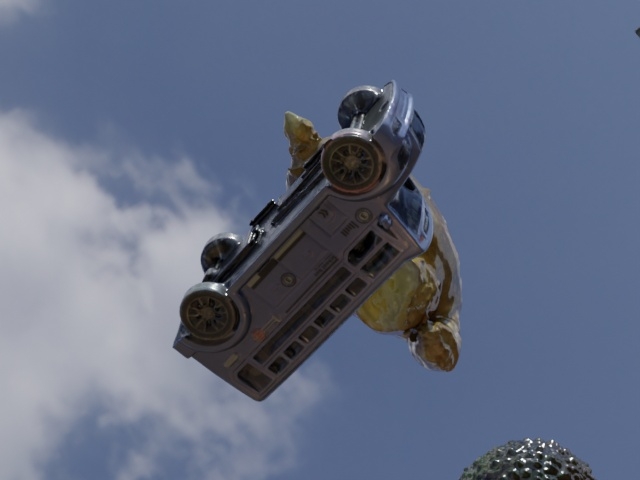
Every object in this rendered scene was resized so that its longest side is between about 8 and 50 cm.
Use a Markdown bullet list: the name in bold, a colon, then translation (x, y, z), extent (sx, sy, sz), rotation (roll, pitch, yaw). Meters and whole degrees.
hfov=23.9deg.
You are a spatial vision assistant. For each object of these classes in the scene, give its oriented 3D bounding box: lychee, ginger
- **lychee**: translation (0.197, 0.273, 1.490), extent (0.171, 0.171, 0.171), rotation (-17, -48, -19)
- **ginger**: translation (0.034, -0.004, 1.110), extent (0.102, 0.157, 0.216), rotation (-33, -81, 24)

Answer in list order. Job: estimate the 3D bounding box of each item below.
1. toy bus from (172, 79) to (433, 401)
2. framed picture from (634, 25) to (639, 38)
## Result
- **toy bus**: translation (0.000, 0.000, 0.755), extent (0.076, 0.073, 0.167), rotation (40, -65, -11)
- **framed picture**: translation (0.351, -0.083, 1.059), extent (0.018, 0.265, 0.192), rotation (-38, -1, -22)
